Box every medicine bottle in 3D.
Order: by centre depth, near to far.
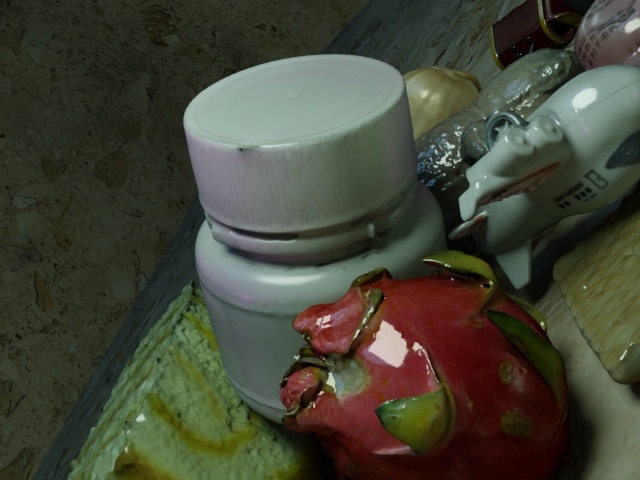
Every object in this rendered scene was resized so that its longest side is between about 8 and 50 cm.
[{"bbox_3d":[0.000,0.000,0.887,0.256,0.324,0.256,-7,31,4],"label":"medicine bottle"}]

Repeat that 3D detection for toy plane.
[{"bbox_3d":[0.221,-0.063,0.819,0.252,0.118,0.252,-26,-22,-11],"label":"toy plane"}]

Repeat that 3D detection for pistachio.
[{"bbox_3d":[0.160,-0.178,1.387,0.229,0.157,0.157,-48,14,35],"label":"pistachio"}]

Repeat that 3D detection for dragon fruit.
[{"bbox_3d":[0.089,0.119,0.715,0.224,0.227,0.224,-37,31,27],"label":"dragon fruit"}]

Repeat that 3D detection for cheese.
[{"bbox_3d":[0.368,-0.236,1.015,0.189,0.074,0.286,-44,20,28],"label":"cheese"}]

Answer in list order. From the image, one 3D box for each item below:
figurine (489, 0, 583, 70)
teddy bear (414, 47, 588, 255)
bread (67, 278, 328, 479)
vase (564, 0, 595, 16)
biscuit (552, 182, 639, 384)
[{"bbox_3d":[0.324,-0.303,1.312,0.154,0.082,0.098,-26,43,57],"label":"figurine"},{"bbox_3d":[0.206,-0.098,1.008,0.267,0.151,0.236,-34,-12,9],"label":"teddy bear"},{"bbox_3d":[-0.129,0.245,1.038,0.239,0.264,0.395,-54,9,25],"label":"bread"},{"bbox_3d":[0.443,-0.454,1.151,0.321,0.173,0.173,-34,22,34],"label":"vase"},{"bbox_3d":[0.331,-0.035,0.713,0.325,0.044,0.217,-48,14,17],"label":"biscuit"}]
